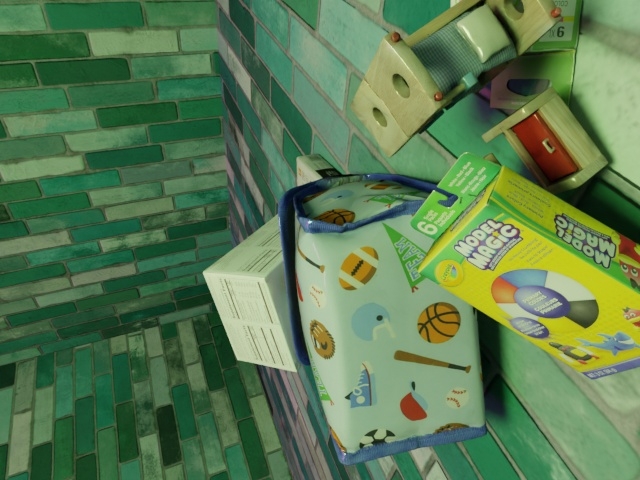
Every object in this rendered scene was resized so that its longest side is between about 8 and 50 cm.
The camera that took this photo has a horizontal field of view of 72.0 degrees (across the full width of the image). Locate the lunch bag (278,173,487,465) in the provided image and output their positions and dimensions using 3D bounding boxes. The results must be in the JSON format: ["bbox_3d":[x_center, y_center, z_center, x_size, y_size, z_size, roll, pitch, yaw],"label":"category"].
[{"bbox_3d":[0.064,0.071,0.684,0.385,0.238,0.329,-111,13,-74],"label":"lunch bag"}]

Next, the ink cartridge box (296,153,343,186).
[{"bbox_3d":[0.000,0.000,1.048,0.176,0.069,0.372,-129,36,-51],"label":"ink cartridge box"}]

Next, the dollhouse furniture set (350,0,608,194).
[{"bbox_3d":[0.141,-0.102,0.377,0.184,0.129,0.129,53,171,0],"label":"dollhouse furniture set"}]

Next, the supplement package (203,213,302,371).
[{"bbox_3d":[-0.064,0.084,0.866,0.145,0.262,0.204,1,119,32],"label":"supplement package"}]

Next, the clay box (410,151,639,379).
[{"bbox_3d":[0.185,0.028,0.380,0.221,0.053,0.127,31,149,4],"label":"clay box"}]

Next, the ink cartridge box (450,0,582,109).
[{"bbox_3d":[0.181,-0.228,0.416,0.109,0.062,0.210,-143,44,-60],"label":"ink cartridge box"}]
